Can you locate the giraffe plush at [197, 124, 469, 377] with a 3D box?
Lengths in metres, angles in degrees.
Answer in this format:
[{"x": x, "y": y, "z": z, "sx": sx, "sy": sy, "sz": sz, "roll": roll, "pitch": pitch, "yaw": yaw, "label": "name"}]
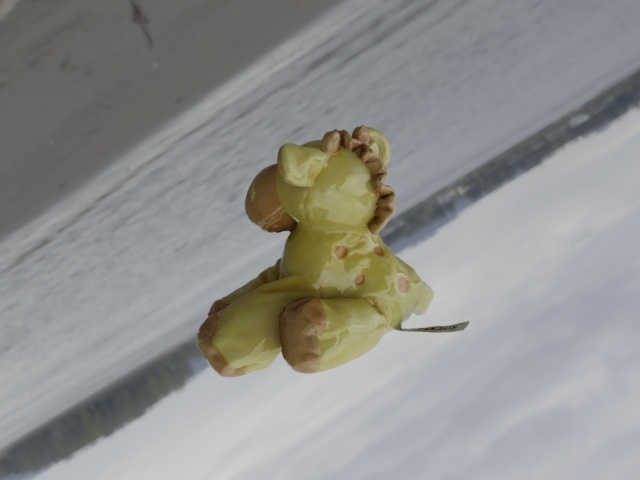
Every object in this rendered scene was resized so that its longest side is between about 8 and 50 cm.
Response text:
[{"x": 0.000, "y": 0.000, "z": 0.953, "sx": 0.210, "sy": 0.170, "sz": 0.181, "roll": -10, "pitch": -172, "yaw": 7, "label": "giraffe plush"}]
